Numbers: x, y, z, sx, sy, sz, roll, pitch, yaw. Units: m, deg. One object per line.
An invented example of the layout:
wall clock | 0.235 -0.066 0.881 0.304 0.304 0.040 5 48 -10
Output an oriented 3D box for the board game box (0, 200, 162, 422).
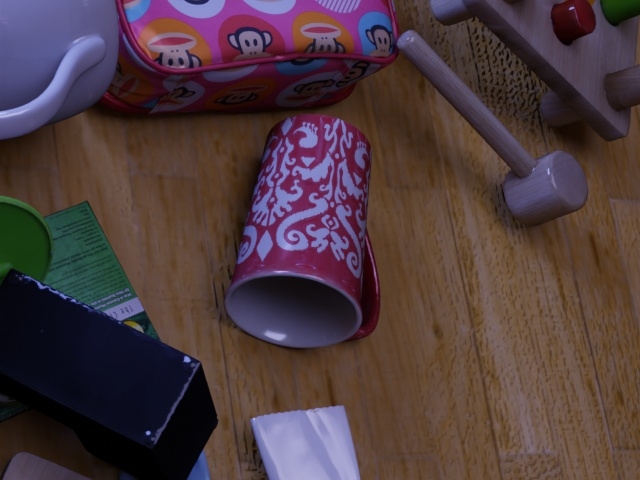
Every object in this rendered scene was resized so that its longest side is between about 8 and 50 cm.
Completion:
board game box | -0.256 0.071 1.321 0.259 0.030 0.136 -22 78 -35

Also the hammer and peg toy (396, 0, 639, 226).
hammer and peg toy | 0.213 -0.215 1.611 0.266 0.127 0.361 38 51 -38

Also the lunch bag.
lunch bag | -0.086 -0.244 1.500 0.293 0.120 0.258 -5 74 -35

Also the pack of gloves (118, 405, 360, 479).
pack of gloves | -0.051 0.254 1.355 0.195 0.046 0.232 -6 67 -19

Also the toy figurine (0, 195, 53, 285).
toy figurine | -0.303 -0.019 1.281 0.173 0.130 0.159 -27 50 -10

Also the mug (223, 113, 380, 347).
mug | -0.010 -0.001 1.466 0.113 0.150 0.169 1 56 11

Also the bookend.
bookend | -0.164 0.109 1.286 0.156 0.157 0.072 25 71 12

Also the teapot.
teapot | -0.275 -0.183 1.309 0.187 0.256 0.253 -21 91 -23

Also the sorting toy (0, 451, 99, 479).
sorting toy | -0.138 0.300 1.218 0.255 0.089 0.257 24 60 -9
